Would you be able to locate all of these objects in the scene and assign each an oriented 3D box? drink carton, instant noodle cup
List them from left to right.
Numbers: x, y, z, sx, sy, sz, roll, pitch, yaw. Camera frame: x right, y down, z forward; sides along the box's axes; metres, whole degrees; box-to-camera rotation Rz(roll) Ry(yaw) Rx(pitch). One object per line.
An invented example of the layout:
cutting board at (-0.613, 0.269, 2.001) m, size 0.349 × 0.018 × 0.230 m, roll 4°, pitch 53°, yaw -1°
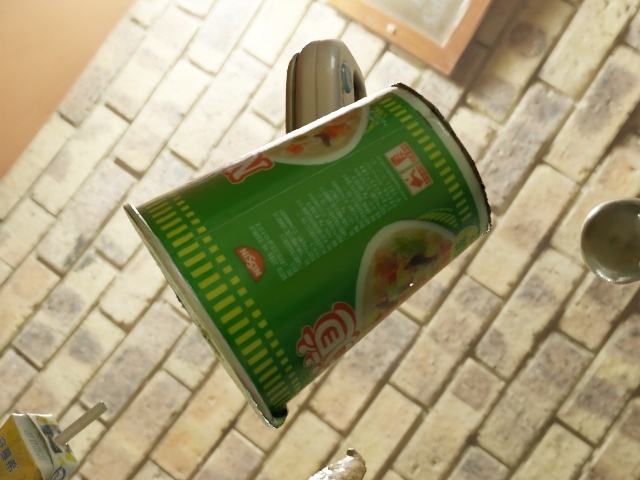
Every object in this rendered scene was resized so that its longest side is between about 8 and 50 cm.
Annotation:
drink carton at (-0.294, 0.224, 0.944) m, size 0.200 × 0.084 × 0.074 m, roll -45°, pitch -29°, yaw 14°
instant noodle cup at (0.000, 0.000, 0.755) m, size 0.233 × 0.207 × 0.207 m, roll -33°, pitch -20°, yaw -11°

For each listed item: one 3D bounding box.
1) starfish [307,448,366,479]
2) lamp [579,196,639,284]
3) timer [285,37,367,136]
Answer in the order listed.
starfish at (-0.022, 0.281, 0.662) m, size 0.384 × 0.398 × 0.132 m, roll -1°, pitch -78°, yaw -42°
lamp at (0.360, 0.000, 1.147) m, size 0.105 × 0.105 × 0.105 m, roll -50°, pitch -16°, yaw -19°
timer at (0.014, -0.127, 1.304) m, size 0.237 × 0.087 × 0.262 m, roll 39°, pitch -131°, yaw -75°
